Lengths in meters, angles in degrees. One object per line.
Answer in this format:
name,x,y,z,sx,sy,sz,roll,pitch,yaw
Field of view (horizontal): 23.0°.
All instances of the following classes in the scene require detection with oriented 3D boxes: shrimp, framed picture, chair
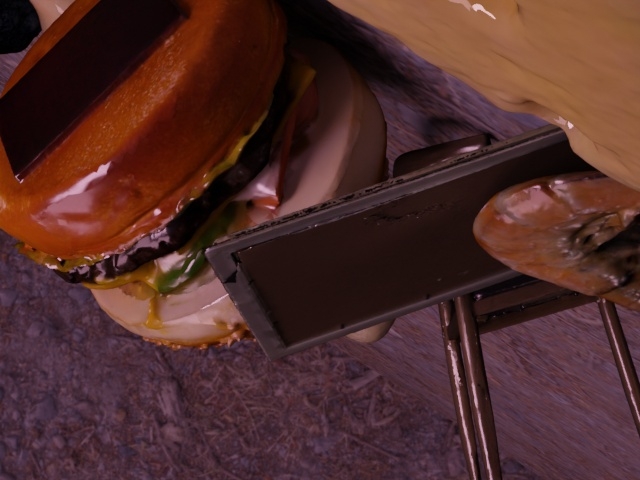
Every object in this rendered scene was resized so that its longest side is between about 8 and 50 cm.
shrimp,0.234,0.006,0.999,0.296,0.058,0.169,16,157,-33
framed picture,0.073,-0.002,1.017,0.216,0.273,0.016,70,-178,-67
chair,0.169,0.047,1.223,0.188,0.166,0.272,85,170,-80

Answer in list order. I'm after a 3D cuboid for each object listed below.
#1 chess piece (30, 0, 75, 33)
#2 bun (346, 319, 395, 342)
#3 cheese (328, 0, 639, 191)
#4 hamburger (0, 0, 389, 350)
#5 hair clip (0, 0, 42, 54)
chess piece,-0.234,-0.236,1.201,0.117,0.117,0.397,26,170,39
bun,0.000,0.000,1.613,0.229,0.145,0.229,21,-155,-10
cheese,0.029,-0.171,0.637,0.384,0.104,0.384,31,171,5
hamburger,-0.097,-0.060,1.153,0.225,0.291,0.291,44,167,-35
hair clip,-0.352,-0.223,1.377,0.194,0.206,0.310,33,172,12
